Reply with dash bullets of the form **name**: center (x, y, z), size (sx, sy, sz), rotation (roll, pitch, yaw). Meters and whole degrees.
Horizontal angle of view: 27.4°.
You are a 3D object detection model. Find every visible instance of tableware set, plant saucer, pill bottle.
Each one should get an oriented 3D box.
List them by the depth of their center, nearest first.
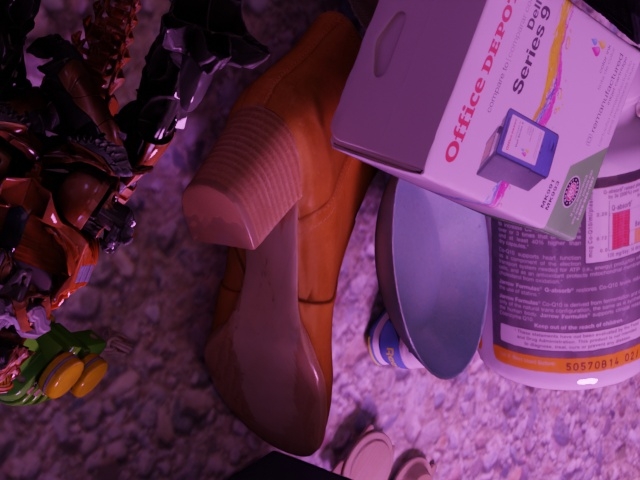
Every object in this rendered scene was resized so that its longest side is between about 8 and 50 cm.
- **plant saucer**: center (0.081, 0.011, 1.019), size (0.195, 0.037, 0.195), rotation (16, 72, -62)
- **pill bottle**: center (0.211, -0.025, 1.132), size (0.162, 0.162, 0.278), rotation (-21, 116, -41)
- **tableware set**: center (0.045, 0.242, 1.141), size (0.168, 0.020, 0.141), rotation (38, 76, -46)

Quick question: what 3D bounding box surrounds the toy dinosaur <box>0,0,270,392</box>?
- **toy dinosaur**: center (-0.150, -0.066, 0.711), size (0.164, 0.322, 0.218), rotation (7, 130, -25)

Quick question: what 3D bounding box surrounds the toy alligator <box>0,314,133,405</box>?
- **toy alligator**: center (-0.166, 0.079, 0.818), size (0.051, 0.056, 0.189), rotation (-52, 168, 3)

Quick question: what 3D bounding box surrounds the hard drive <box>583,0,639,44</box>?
- **hard drive**: center (0.248, -0.320, 1.038), size (0.064, 0.237, 0.339), rotation (-20, 119, -3)

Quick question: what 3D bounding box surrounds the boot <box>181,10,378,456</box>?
- **boot**: center (-0.001, -0.001, 0.970), size (0.211, 0.104, 0.295), rotation (-52, 145, -38)

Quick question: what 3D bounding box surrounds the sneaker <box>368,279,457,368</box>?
- **sneaker**: center (0.098, 0.048, 1.111), size (0.053, 0.059, 0.144), rotation (42, 70, -42)

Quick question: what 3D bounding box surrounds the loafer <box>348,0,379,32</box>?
- **loafer**: center (0.019, -0.236, 0.925), size (0.092, 0.102, 0.268), rotation (-39, 117, -30)

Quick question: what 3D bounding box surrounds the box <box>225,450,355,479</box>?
- **box**: center (-0.058, 0.358, 0.946), size (0.296, 0.183, 0.294), rotation (-26, 118, -40)

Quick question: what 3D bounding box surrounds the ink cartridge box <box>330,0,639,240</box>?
- **ink cartridge box**: center (0.122, -0.101, 0.924), size (0.212, 0.093, 0.154), rotation (20, 91, -49)
